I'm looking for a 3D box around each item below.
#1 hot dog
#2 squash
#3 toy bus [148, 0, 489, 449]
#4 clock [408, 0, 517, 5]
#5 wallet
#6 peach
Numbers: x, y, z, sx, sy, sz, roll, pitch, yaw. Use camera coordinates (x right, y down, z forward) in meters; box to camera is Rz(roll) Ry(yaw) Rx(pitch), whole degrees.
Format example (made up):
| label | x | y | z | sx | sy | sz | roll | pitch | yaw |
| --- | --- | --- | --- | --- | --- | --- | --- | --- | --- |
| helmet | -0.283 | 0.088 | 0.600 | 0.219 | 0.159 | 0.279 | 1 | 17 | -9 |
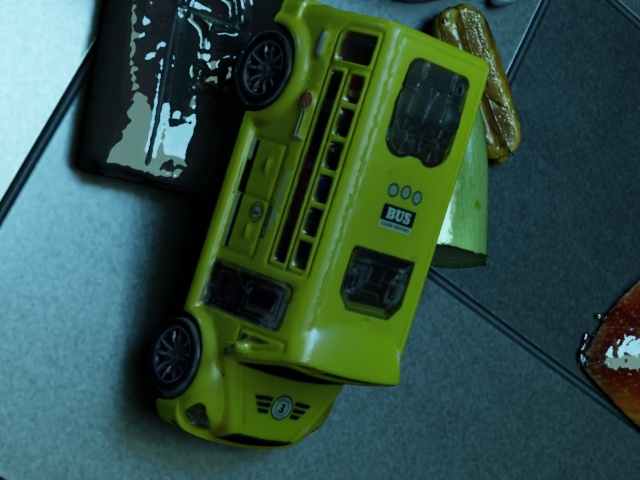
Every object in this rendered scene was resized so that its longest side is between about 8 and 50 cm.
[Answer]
| label | x | y | z | sx | sy | sz | roll | pitch | yaw |
| --- | --- | --- | --- | --- | --- | --- | --- | --- | --- |
| hot dog | 0.133 | -0.133 | 1.416 | 0.062 | 0.038 | 0.144 | -27 | 101 | -34 |
| squash | 0.078 | -0.072 | 1.334 | 0.123 | 0.123 | 0.186 | 8 | 77 | -31 |
| toy bus | 0.000 | 0.000 | 1.204 | 0.145 | 0.151 | 0.331 | 16 | 91 | -43 |
| clock | 0.129 | -0.360 | 1.401 | 0.339 | 0.102 | 0.338 | 4 | 83 | -31 |
| wallet | -0.086 | -0.145 | 1.276 | 0.182 | 0.049 | 0.229 | 12 | 77 | -27 |
| peach | 0.362 | 0.105 | 1.514 | 0.279 | 0.068 | 0.189 | 0 | 82 | -32 |
